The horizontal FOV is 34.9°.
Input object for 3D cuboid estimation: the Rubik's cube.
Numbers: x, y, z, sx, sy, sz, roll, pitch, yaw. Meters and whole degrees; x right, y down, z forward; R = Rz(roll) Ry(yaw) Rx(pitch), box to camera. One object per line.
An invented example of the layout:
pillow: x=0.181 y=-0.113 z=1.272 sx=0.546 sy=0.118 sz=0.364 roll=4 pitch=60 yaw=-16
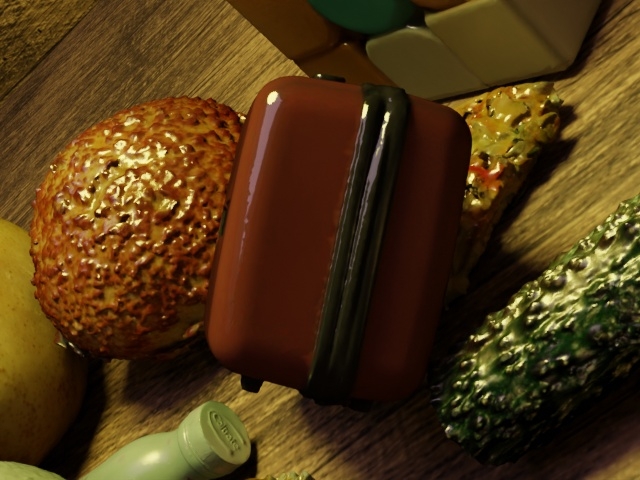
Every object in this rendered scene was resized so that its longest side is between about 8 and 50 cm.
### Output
Rubik's cube: x=0.096 y=-0.376 z=1.051 sx=0.344 sy=0.346 sz=0.347 roll=-2 pitch=55 yaw=54

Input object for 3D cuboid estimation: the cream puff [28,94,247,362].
cream puff: x=-0.189 y=-0.032 z=1.152 sx=0.350 sy=0.229 sz=0.350 roll=-23 pitch=32 yaw=15

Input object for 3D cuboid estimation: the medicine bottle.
medicine bottle: x=-0.165 y=0.236 z=0.979 sx=0.216 sy=0.090 sz=0.090 roll=-37 pitch=31 yaw=23

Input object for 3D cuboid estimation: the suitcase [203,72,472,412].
suitcase: x=0.000 y=0.000 z=0.806 sx=0.297 sy=0.161 sz=0.236 roll=165 pitch=117 yaw=-83

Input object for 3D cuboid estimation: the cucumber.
cucumber: x=0.218 y=0.013 z=0.630 sx=0.359 sy=0.096 sz=0.096 roll=-44 pitch=28 yaw=28

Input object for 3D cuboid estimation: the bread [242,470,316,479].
bread: x=-0.068 y=0.282 z=0.761 sx=0.192 sy=0.110 sz=0.210 roll=-19 pitch=42 yaw=44

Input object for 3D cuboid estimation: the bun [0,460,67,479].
bun: x=-0.281 y=0.361 z=0.801 sx=0.362 sy=0.211 sz=0.362 roll=20 pitch=-90 yaw=-79

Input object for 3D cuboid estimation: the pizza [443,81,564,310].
pizza: x=0.125 y=-0.055 z=0.921 sx=0.226 sy=0.069 sz=0.147 roll=-56 pitch=30 yaw=-9

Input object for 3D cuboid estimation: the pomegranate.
pomegranate: x=-0.483 y=0.140 z=1.248 sx=0.416 sy=0.416 sz=0.417 roll=-36 pitch=31 yaw=26
